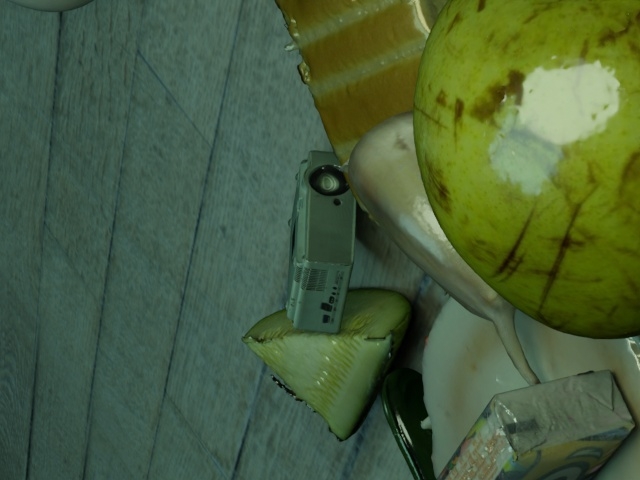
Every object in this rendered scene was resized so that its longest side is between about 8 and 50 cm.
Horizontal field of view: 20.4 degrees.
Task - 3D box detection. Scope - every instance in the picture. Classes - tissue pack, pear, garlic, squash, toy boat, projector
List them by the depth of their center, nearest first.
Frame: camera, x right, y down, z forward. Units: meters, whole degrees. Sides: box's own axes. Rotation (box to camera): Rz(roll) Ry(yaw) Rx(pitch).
[{"bbox_3d":[0.198,-0.076,1.190,0.283,0.284,0.283,42,146,38],"label":"pear"},{"bbox_3d":[0.150,0.163,1.297,0.060,0.109,0.148,64,147,29],"label":"tissue pack"},{"bbox_3d":[0.103,-0.002,1.347,0.128,0.148,0.266,-43,50,21],"label":"garlic"},{"bbox_3d":[0.000,0.000,1.765,0.115,0.061,0.147,103,172,-49],"label":"projector"},{"bbox_3d":[0.121,0.222,1.773,0.052,0.104,0.210,-25,91,37],"label":"toy boat"},{"bbox_3d":[0.018,0.080,1.839,0.169,0.093,0.252,42,150,14],"label":"squash"}]

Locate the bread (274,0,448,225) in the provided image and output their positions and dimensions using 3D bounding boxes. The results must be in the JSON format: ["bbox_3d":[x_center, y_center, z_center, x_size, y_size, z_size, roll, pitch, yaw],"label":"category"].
[{"bbox_3d":[0.078,-0.142,1.521,0.246,0.111,0.239,-16,98,63],"label":"bread"}]

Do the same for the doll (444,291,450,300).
[{"bbox_3d":[0.135,0.003,1.542,0.027,0.125,0.037,16,150,26],"label":"doll"}]

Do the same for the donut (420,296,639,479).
[{"bbox_3d":[0.229,0.160,1.412,0.383,0.142,0.382,24,119,55],"label":"donut"}]

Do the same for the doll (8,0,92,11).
[{"bbox_3d":[-0.310,-0.386,1.980,0.251,0.221,0.221,45,156,-10],"label":"doll"}]
